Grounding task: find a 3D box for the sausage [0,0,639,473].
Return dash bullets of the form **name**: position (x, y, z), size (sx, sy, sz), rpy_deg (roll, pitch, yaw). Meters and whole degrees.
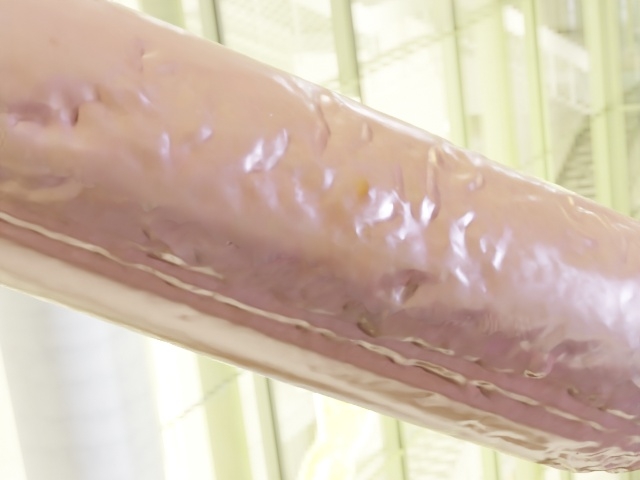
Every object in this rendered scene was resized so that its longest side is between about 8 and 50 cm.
- **sausage**: position (0.000, 0.001, 0.440), size (0.289, 0.086, 0.086), rpy_deg (20, -174, -26)
